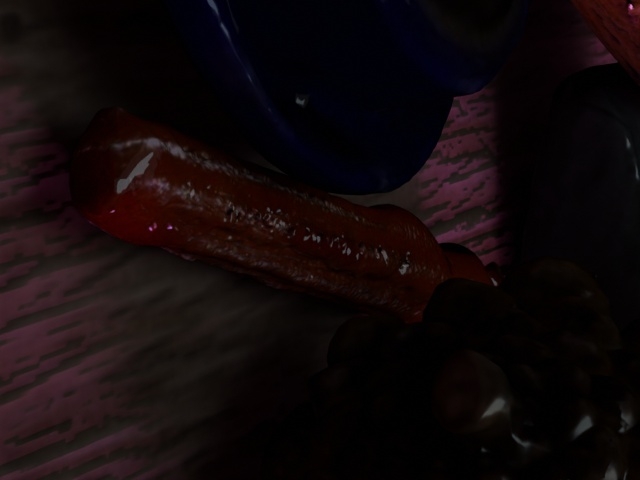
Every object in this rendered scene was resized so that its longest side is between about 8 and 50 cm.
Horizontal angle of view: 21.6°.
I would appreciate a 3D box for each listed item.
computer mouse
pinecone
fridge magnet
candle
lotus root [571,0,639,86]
[{"bbox_3d":[0.189,0.065,0.961,0.188,0.122,0.371,3,75,-58],"label":"computer mouse"},{"bbox_3d":[0.084,0.144,0.683,0.224,0.224,0.272,-62,151,-42],"label":"pinecone"},{"bbox_3d":[0.005,-0.149,0.657,0.265,0.113,0.265,28,58,-57],"label":"fridge magnet"},{"bbox_3d":[0.000,0.000,0.710,0.329,0.048,0.051,21,43,-58],"label":"candle"},{"bbox_3d":[0.195,-0.182,0.862,0.397,0.179,0.196,40,49,-45],"label":"lotus root"}]
